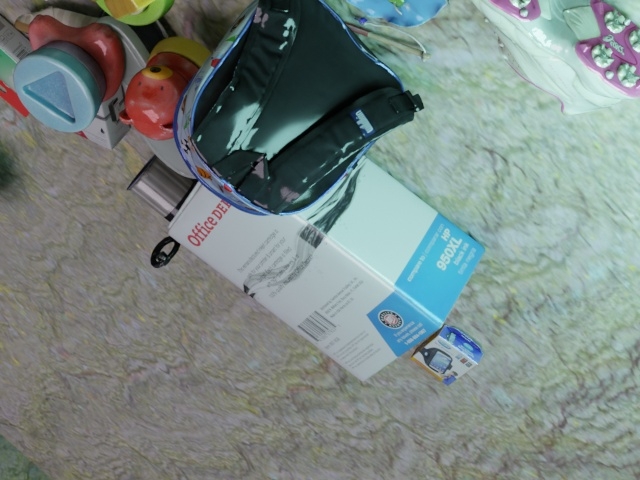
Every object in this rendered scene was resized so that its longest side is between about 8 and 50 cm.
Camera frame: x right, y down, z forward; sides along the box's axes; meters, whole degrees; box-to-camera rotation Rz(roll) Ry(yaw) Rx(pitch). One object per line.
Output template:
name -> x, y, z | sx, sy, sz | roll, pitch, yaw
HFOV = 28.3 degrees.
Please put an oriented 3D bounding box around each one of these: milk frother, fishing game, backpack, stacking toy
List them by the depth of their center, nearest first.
fishing game -> 0.070, -0.324, 1.518 | 0.189, 0.041, 0.264 | 24, 148, 23
backpack -> -0.059, -0.166, 1.641 | 0.276, 0.263, 0.213 | 42, 162, -11
stacking toy -> -0.310, -0.262, 1.726 | 0.309, 0.130, 0.279 | 5, 131, 27
milk frother -> -0.269, -0.048, 2.122 | 0.135, 0.143, 0.129 | 39, 156, -11

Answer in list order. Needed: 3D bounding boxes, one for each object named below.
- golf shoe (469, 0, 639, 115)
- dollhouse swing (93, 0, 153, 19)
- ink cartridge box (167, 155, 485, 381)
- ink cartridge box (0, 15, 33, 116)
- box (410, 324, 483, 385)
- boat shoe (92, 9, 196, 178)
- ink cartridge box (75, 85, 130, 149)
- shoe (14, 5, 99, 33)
golf shoe -> 0.222, -0.247, 1.409 | 0.306, 0.115, 0.140 | 41, 152, -8
dollhouse swing -> -0.238, -0.474, 1.486 | 0.347, 0.315, 0.305 | 56, -176, -15
ink cartridge box -> 0.000, 0.000, 1.903 | 0.395, 0.166, 0.285 | 37, 149, -5
ink cartridge box -> -0.552, -0.293, 2.152 | 0.181, 0.056, 0.225 | 41, 147, -10
box -> 0.210, 0.188, 2.094 | 0.081, 0.028, 0.136 | 36, 151, -1
boat shoe -> -0.233, -0.226, 1.893 | 0.114, 0.091, 0.302 | 4, 136, 31
ink cartridge box -> -0.372, -0.224, 2.064 | 0.099, 0.056, 0.135 | 25, 148, 19
shoe -> -0.382, -0.324, 1.950 | 0.219, 0.058, 0.076 | 18, 176, 33
